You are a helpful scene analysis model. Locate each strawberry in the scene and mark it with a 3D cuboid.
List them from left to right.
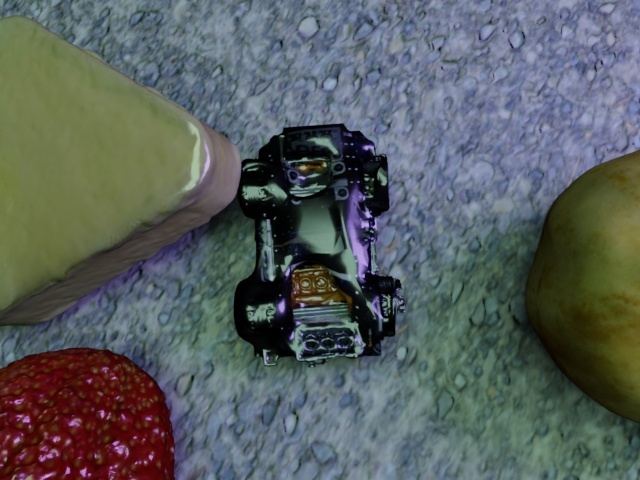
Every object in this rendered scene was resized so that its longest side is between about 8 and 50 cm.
[{"bbox_3d":[-0.261,0.253,0.571,0.239,0.250,0.288,19,50,13],"label":"strawberry"}]

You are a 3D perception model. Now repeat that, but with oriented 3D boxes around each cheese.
[{"bbox_3d":[-0.317,-0.115,0.684,0.384,0.104,0.383,-3,81,17],"label":"cheese"}]

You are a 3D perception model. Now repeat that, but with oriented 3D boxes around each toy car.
[{"bbox_3d":[0.000,-0.001,0.684,0.193,0.118,0.301,-3,74,7],"label":"toy car"}]

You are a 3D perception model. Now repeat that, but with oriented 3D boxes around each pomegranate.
[{"bbox_3d":[0.383,0.048,0.562,0.333,0.332,0.332,-1,74,2],"label":"pomegranate"}]
